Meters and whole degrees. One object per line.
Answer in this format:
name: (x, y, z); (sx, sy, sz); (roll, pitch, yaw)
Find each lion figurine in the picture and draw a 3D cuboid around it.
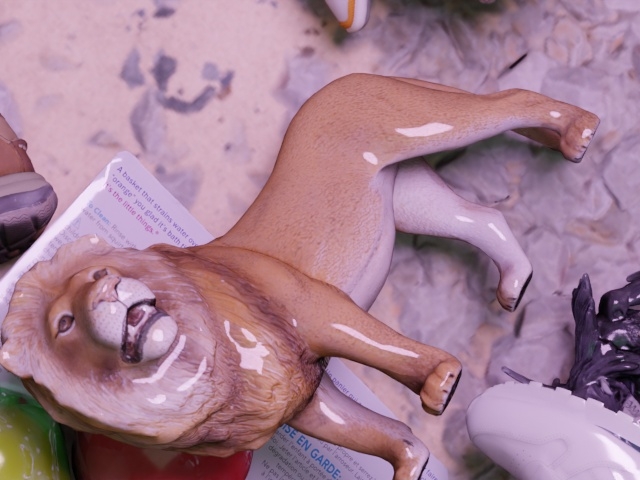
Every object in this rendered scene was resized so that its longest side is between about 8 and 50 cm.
lion figurine: (0.000, 0.000, 0.958); (0.240, 0.392, 0.142); (26, 135, 13)

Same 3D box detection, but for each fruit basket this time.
fruit basket: (-0.132, 0.178, 1.001); (0.327, 0.165, 0.353); (45, 70, -18)

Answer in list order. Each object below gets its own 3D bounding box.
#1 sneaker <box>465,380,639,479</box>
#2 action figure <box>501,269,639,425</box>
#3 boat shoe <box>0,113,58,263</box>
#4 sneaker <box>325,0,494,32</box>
sneaker: (0.185, 0.167, 0.974); (0.235, 0.090, 0.095); (25, 73, 24)
action figure: (0.266, 0.078, 1.036); (0.276, 0.141, 0.164); (-19, 112, -7)
boat shoe: (-0.318, -0.014, 0.918); (0.324, 0.123, 0.116); (-16, 79, -35)
sneaker: (0.136, -0.226, 0.982); (0.321, 0.126, 0.127); (-18, 96, 5)
